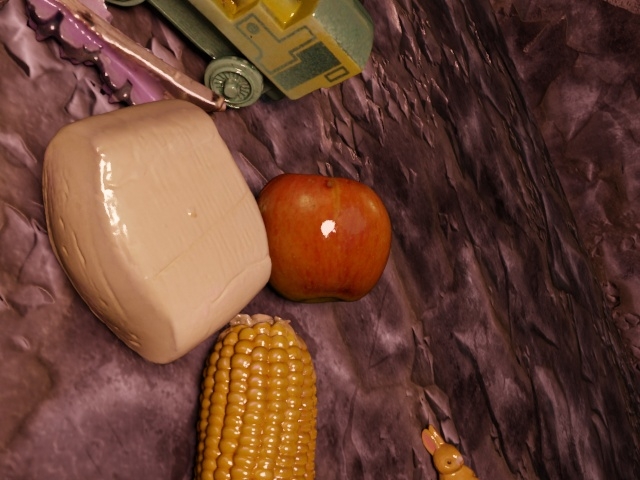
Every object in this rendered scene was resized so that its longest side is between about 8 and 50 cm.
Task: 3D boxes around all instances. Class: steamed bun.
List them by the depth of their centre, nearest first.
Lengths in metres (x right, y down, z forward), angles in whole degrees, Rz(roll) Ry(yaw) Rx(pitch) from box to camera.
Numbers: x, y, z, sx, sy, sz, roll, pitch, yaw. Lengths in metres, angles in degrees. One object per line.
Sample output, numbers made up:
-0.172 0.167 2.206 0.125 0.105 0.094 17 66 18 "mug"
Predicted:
-0.176 -0.011 0.604 0.200 0.154 0.250 -42 116 -48 "steamed bun"

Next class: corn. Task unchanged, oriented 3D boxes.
-0.071 0.273 0.636 0.144 0.144 0.387 22 59 -47 "corn"

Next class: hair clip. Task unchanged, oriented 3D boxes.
-0.237 -0.222 0.683 0.292 0.084 0.106 37 53 -31 "hair clip"

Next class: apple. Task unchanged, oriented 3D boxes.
0.000 0.000 0.805 0.196 0.196 0.196 25 57 -45 "apple"

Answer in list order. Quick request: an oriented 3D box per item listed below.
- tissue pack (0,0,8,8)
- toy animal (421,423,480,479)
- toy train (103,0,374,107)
-0.375 -0.264 0.527 0.148 0.060 0.109 55 41 -21 "tissue pack"
0.230 0.407 1.039 0.083 0.070 0.159 -26 91 -52 "toy animal"
-0.126 -0.326 0.731 0.369 0.237 0.150 38 50 -38 "toy train"
